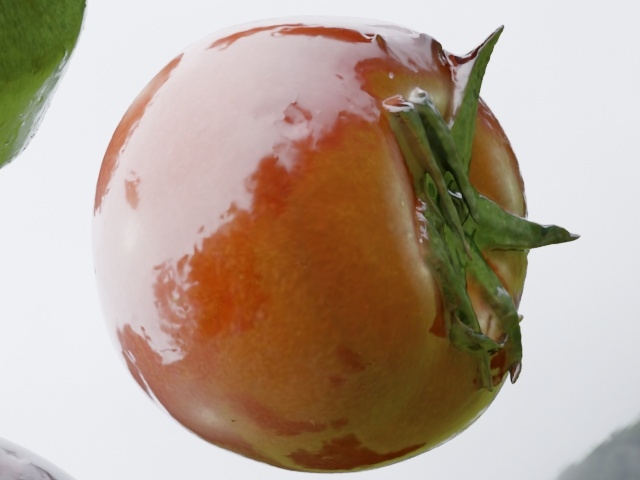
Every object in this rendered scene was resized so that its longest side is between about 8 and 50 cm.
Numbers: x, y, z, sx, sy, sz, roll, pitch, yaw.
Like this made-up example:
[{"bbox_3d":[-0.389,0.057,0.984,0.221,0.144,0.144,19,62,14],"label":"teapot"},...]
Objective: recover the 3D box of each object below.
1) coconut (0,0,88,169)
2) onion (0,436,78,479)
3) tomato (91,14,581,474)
[{"bbox_3d":[-0.337,-0.179,1.165,0.328,0.281,0.328,-56,11,17],"label":"coconut"},{"bbox_3d":[-0.230,0.249,0.880,0.285,0.273,0.273,-79,6,-46],"label":"onion"},{"bbox_3d":[0.000,0.000,0.793,0.224,0.256,0.255,-9,-6,35],"label":"tomato"}]
